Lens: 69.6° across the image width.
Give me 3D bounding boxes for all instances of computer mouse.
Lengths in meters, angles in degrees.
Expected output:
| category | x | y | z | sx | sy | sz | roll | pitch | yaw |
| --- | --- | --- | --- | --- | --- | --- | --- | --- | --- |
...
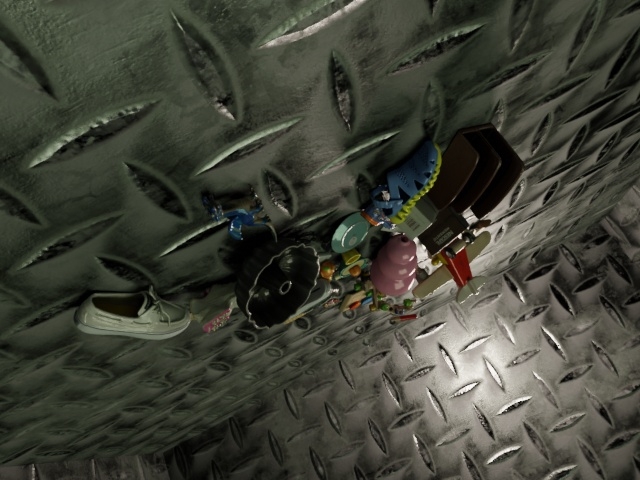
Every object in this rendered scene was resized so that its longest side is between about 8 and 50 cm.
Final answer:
| category | x | y | z | sx | sy | sz | roll | pitch | yaw |
| --- | --- | --- | --- | --- | --- | --- | --- | --- | --- |
| computer mouse | 0.000 | 0.000 | 1.687 | 0.242 | 0.041 | 0.071 | 9 | 128 | -43 |

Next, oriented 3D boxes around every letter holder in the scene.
| category | x | y | z | sx | sy | sz | roll | pitch | yaw |
| --- | --- | --- | --- | --- | --- | --- | --- | --- | --- |
| letter holder | 0.521 | -0.209 | 1.588 | 0.152 | 0.215 | 0.302 | -16 | 153 | -23 |

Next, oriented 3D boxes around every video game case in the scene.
| category | x | y | z | sx | sy | sz | roll | pitch | yaw |
| --- | --- | --- | --- | --- | --- | --- | --- | --- | --- |
| video game case | -0.068 | 0.114 | 1.845 | 0.173 | 0.022 | 0.190 | -7 | 149 | -38 |

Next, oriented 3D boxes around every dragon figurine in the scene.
| category | x | y | z | sx | sy | sz | roll | pitch | yaw |
| --- | --- | --- | --- | --- | --- | --- | --- | --- | --- |
| dragon figurine | -0.221 | -0.061 | 1.280 | 0.144 | 0.085 | 0.289 | -27 | 155 | 0 |

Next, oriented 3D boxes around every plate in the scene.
| category | x | y | z | sx | sy | sz | roll | pitch | yaw |
| --- | --- | --- | --- | --- | --- | --- | --- | --- | --- |
| plate | 0.121 | -0.024 | 1.703 | 0.188 | 0.024 | 0.188 | -29 | 142 | -25 |

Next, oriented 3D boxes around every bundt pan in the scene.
| category | x | y | z | sx | sy | sz | roll | pitch | yaw |
| --- | --- | --- | --- | --- | --- | --- | --- | --- | --- |
| bundt pan | -0.159 | 0.131 | 1.563 | 0.330 | 0.124 | 0.331 | -34 | 140 | -34 |

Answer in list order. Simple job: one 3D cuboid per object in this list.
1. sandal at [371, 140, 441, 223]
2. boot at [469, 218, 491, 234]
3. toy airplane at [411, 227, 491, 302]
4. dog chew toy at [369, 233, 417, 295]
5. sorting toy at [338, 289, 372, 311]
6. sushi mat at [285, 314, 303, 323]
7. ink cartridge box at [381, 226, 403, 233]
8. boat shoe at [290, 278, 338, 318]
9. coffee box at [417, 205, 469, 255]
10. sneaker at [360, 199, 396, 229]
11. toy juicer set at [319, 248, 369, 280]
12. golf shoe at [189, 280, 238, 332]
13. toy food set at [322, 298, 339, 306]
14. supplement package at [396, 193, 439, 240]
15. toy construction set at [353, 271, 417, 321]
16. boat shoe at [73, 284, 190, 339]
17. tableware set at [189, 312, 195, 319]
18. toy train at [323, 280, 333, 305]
| category | x | y | z | sx | sy | sz | roll | pitch | yaw |
| --- | --- | --- | --- | --- | --- | --- | --- | --- | --- |
| sandal | 0.273 | -0.190 | 1.500 | 0.138 | 0.126 | 0.317 | 19 | 126 | -17 |
| boot | 0.821 | -0.064 | 2.382 | 0.118 | 0.042 | 0.087 | -26 | 161 | -2 |
| toy airplane | 0.631 | 0.104 | 2.226 | 0.386 | 0.272 | 0.385 | 7 | 105 | -32 |
| dog chew toy | 0.333 | 0.098 | 2.021 | 0.206 | 0.207 | 0.332 | -19 | 146 | -19 |
| sorting toy | 0.234 | 0.286 | 2.451 | 0.229 | 0.041 | 0.307 | -17 | 153 | -22 |
| sushi mat | -0.143 | 0.325 | 2.174 | 0.151 | 0.019 | 0.316 | -28 | 156 | -3 |
| ink cartridge box | 0.350 | -0.087 | 1.882 | 0.179 | 0.045 | 0.145 | 8 | 141 | -24 |
| boat shoe | -0.066 | 0.261 | 1.940 | 0.335 | 0.121 | 0.119 | -25 | 150 | 33 |
| coffee box | 0.504 | -0.046 | 1.888 | 0.168 | 0.119 | 0.297 | -42 | 170 | 20 |
| sneaker | 0.239 | -0.098 | 1.684 | 0.221 | 0.083 | 0.087 | 2 | 130 | -55 |
| toy juicer set | 0.104 | 0.131 | 1.946 | 0.209 | 0.090 | 0.329 | -35 | 160 | 8 |
| golf shoe | -0.327 | 0.188 | 1.636 | 0.306 | 0.140 | 0.115 | -36 | 161 | -42 |
| toy food set | 0.052 | 0.320 | 2.358 | 0.122 | 0.019 | 0.078 | -1 | 144 | -44 |
| supplement package | 0.355 | -0.096 | 1.688 | 0.105 | 0.105 | 0.179 | -46 | 179 | 33 |
| toy construction set | 0.291 | 0.277 | 2.211 | 0.237 | 0.309 | 0.258 | -5 | 121 | -20 |
| boat shoe | -0.550 | 0.209 | 1.436 | 0.367 | 0.136 | 0.156 | 15 | 129 | -43 |
| tableware set | -0.444 | 0.272 | 1.771 | 0.168 | 0.020 | 0.141 | -6 | 148 | -39 |
| toy train | 0.008 | 0.241 | 2.099 | 0.105 | 0.080 | 0.184 | -27 | 156 | -16 |
